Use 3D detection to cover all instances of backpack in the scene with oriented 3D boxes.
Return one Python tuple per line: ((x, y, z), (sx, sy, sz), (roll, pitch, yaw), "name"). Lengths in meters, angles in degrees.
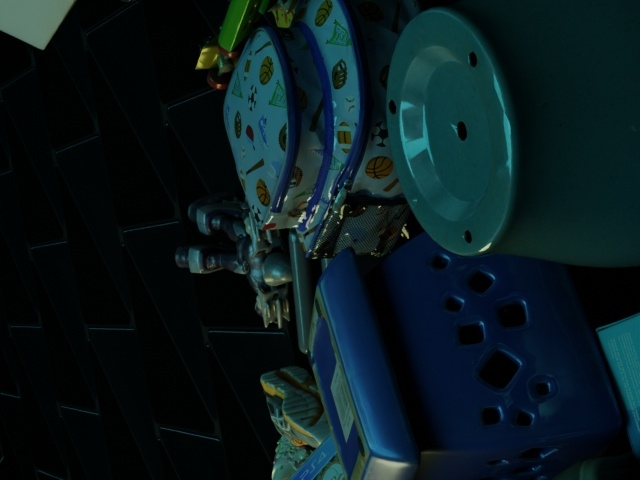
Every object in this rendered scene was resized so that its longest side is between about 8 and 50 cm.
((0.022, -0.138, 1.604), (0.263, 0.213, 0.276), (-58, 44, 43), "backpack")

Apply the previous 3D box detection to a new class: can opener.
((0.000, 0.000, 1.882), (0.093, 0.074, 0.280), (-50, -43, -76), "can opener")

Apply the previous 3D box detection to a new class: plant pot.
((0.198, -0.098, 1.151), (0.271, 0.255, 0.272), (169, 90, -67), "plant pot")
((0.112, 0.118, 1.377), (0.236, 0.212, 0.236), (99, 156, -65), "plant pot")

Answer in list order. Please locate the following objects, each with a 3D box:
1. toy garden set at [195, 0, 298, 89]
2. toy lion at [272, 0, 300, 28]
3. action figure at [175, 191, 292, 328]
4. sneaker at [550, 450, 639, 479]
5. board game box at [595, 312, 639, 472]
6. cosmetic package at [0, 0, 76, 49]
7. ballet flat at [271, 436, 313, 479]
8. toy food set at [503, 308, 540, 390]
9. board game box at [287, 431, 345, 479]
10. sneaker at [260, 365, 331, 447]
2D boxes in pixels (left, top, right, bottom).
((-0.050, -0.291, 1.654), (0.049, 0.244, 0.204), (34, 145, 5), "toy garden set")
((-0.043, -0.288, 1.883), (0.100, 0.034, 0.096), (-130, 29, -47), "toy lion")
((-0.094, 0.010, 2.049), (0.285, 0.099, 0.185), (24, 115, 57), "action figure")
((0.240, 0.212, 1.284), (0.071, 0.188, 0.066), (-21, 66, 29), "sneaker")
((0.354, 0.142, 1.123), (0.336, 0.079, 0.254), (-37, 66, 63), "board game box")
((-0.421, -0.538, 2.060), (0.327, 0.329, 0.394), (-30, 40, 64), "cosmetic package")
((-0.021, 0.343, 2.045), (0.241, 0.077, 0.091), (-128, 34, -46), "ballet flat")
((0.190, 0.108, 1.545), (0.122, 0.019, 0.078), (66, 153, 27), "toy food set")
((0.112, 0.348, 1.528), (0.141, 0.232, 0.291), (-48, 39, 3), "board game box")
((-0.017, 0.231, 1.992), (0.215, 0.084, 0.083), (-141, 43, -69), "sneaker")
